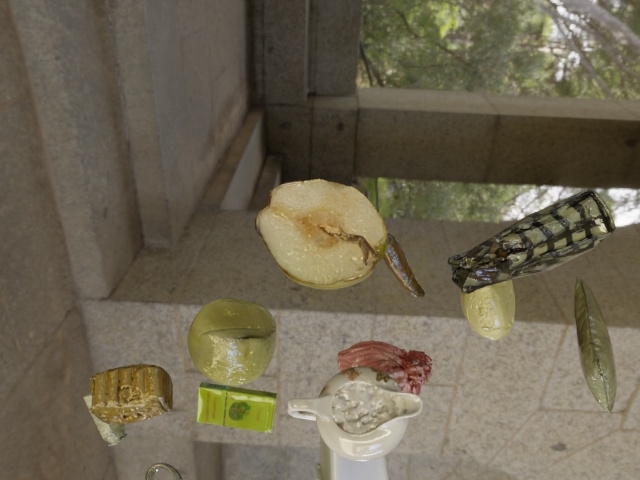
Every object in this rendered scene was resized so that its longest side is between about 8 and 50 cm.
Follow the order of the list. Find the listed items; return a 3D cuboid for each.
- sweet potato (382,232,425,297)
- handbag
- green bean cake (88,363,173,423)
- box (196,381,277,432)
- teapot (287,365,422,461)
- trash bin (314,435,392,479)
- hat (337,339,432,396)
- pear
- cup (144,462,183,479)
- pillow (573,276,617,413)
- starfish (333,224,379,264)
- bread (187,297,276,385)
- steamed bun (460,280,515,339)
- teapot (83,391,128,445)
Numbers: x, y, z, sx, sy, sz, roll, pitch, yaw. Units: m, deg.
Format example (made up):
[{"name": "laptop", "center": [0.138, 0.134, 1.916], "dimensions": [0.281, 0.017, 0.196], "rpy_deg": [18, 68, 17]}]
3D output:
[{"name": "sweet potato", "center": [0.263, 0.089, 1.759], "dimensions": [0.273, 0.075, 0.075], "rpy_deg": [57, 12, -15]}, {"name": "handbag", "center": [0.557, 0.017, 1.465], "dimensions": [0.325, 0.327, 0.162], "rpy_deg": [120, -50, -70]}, {"name": "green bean cake", "center": [-0.576, 0.477, 1.655], "dimensions": [0.229, 0.224, 0.131], "rpy_deg": [96, -16, -60]}, {"name": "box", "center": [-0.362, 0.723, 2.327], "dimensions": [0.047, 0.335, 0.186], "rpy_deg": [-78, 176, -71]}, {"name": "teapot", "center": [0.077, 0.378, 1.187], "dimensions": [0.139, 0.298, 0.204], "rpy_deg": [64, 20, -59]}, {"name": "trash bin", "center": [0.114, 0.732, 1.802], "dimensions": [0.296, 0.256, 0.367], "rpy_deg": [-119, -156, -66]}, {"name": "hat", "center": [0.188, 0.372, 1.470], "dimensions": [0.107, 0.286, 0.236], "rpy_deg": [-20, 79, -52]}, {"name": "pear", "center": [0.000, 0.000, 1.641], "dimensions": [0.340, 0.387, 0.191], "rpy_deg": [-60, 168, -22]}, {"name": "cup", "center": [-0.469, 0.826, 1.601], "dimensions": [0.227, 0.257, 0.301], "rpy_deg": [62, 32, -57]}, {"name": "pillow", "center": [0.665, 0.250, 1.309], "dimensions": [0.184, 0.075, 0.302], "rpy_deg": [60, 30, -30]}, {"name": "starfish", "center": [0.106, 0.015, 1.362], "dimensions": [0.041, 0.133, 0.130], "rpy_deg": [-59, -152, 20]}, {"name": "bread", "center": [-0.311, 0.359, 1.922], "dimensions": [0.320, 0.321, 0.237], "rpy_deg": [-85, -161, -65]}, {"name": "steamed bun", "center": [0.555, 0.194, 1.828], "dimensions": [0.232, 0.166, 0.272], "rpy_deg": [-50, 126, -49]}, {"name": "teapot", "center": [-0.774, 0.631, 1.921], "dimensions": [0.077, 0.107, 0.200], "rpy_deg": [-28, 95, -60]}]
